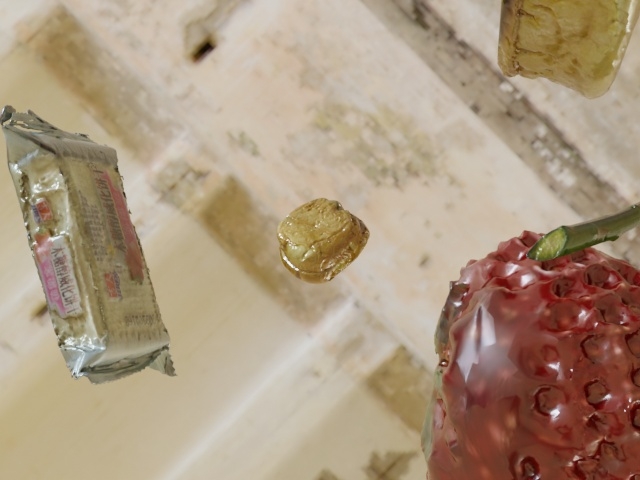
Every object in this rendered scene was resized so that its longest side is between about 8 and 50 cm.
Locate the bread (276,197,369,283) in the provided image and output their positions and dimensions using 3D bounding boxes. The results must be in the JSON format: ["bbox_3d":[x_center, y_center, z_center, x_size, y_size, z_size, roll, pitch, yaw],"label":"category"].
[{"bbox_3d":[0.000,0.000,1.062,0.081,0.083,0.046,2,139,21],"label":"bread"}]

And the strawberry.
[{"bbox_3d":[0.275,0.163,1.124,0.345,0.317,0.295,8,156,41],"label":"strawberry"}]

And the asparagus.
[{"bbox_3d":[0.268,-0.021,1.060,0.034,0.236,0.027,52,139,20],"label":"asparagus"}]

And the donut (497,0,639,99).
[{"bbox_3d":[0.242,-0.300,1.092,0.160,0.330,0.330,17,174,8],"label":"donut"}]

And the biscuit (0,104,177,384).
[{"bbox_3d":[-0.255,0.009,1.286,0.186,0.079,0.309,11,-118,-68],"label":"biscuit"}]
